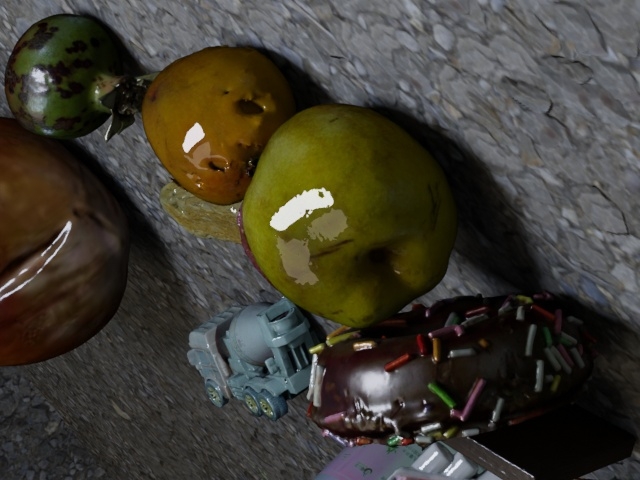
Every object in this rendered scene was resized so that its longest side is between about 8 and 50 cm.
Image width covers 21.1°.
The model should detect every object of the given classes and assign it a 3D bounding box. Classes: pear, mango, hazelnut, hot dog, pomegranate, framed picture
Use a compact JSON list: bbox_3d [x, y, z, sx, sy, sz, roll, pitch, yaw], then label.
[{"bbox_3d":[0.024,-0.025,1.540,0.200,0.200,0.200,40,160,17],"label":"pear"},{"bbox_3d":[-0.101,-0.120,1.685,0.151,0.156,0.249,24,-172,-15],"label":"mango"},{"bbox_3d":[-0.433,-0.006,2.362,0.372,0.315,0.372,13,137,12],"label":"hazelnut"},{"bbox_3d":[-0.087,-0.039,1.903,0.084,0.073,0.242,51,158,-27],"label":"hot dog"},{"bbox_3d":[-0.272,-0.170,1.926,0.169,0.148,0.148,40,160,21],"label":"pomegranate"},{"bbox_3d":[0.202,0.186,1.639,0.128,0.168,0.023,29,116,36],"label":"framed picture"}]

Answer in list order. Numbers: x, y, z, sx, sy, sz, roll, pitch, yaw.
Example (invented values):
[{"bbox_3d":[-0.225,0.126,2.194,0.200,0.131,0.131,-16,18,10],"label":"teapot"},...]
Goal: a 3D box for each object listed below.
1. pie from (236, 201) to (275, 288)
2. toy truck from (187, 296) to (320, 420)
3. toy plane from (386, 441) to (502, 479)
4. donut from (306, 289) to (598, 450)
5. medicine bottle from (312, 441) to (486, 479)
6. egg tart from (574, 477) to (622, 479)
[{"bbox_3d":[0.000,0.000,1.750,0.182,0.050,0.182,14,139,12],"label":"pie"},{"bbox_3d":[-0.079,0.140,2.215,0.256,0.108,0.140,3,121,61],"label":"toy truck"},{"bbox_3d":[0.169,0.339,1.891,0.252,0.252,0.118,47,-170,-2],"label":"toy plane"},{"bbox_3d":[0.113,0.112,1.545,0.269,0.269,0.103,-5,97,66],"label":"donut"},{"bbox_3d":[0.076,0.375,2.073,0.245,0.290,0.245,40,161,17],"label":"medicine bottle"},{"bbox_3d":[0.301,0.345,1.729,0.215,0.171,0.215,24,155,12],"label":"egg tart"}]
